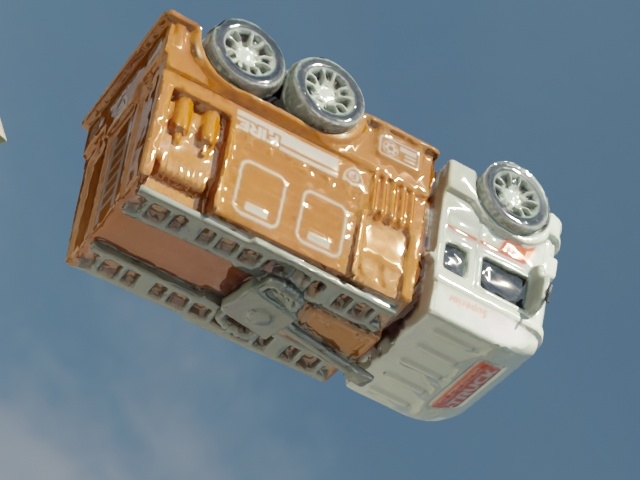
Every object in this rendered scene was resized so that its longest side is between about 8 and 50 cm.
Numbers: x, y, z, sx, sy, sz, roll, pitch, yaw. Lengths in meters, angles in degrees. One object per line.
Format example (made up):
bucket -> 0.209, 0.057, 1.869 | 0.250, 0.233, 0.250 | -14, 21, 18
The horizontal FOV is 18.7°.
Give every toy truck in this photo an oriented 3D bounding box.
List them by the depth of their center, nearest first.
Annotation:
toy truck -> 0.000, 0.000, 1.539 | 0.173, 0.388, 0.207 | -46, -154, 42

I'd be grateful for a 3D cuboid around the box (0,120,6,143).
box -> -0.455, -0.134, 2.044 | 0.175, 0.260, 0.062 | -19, -106, 4
